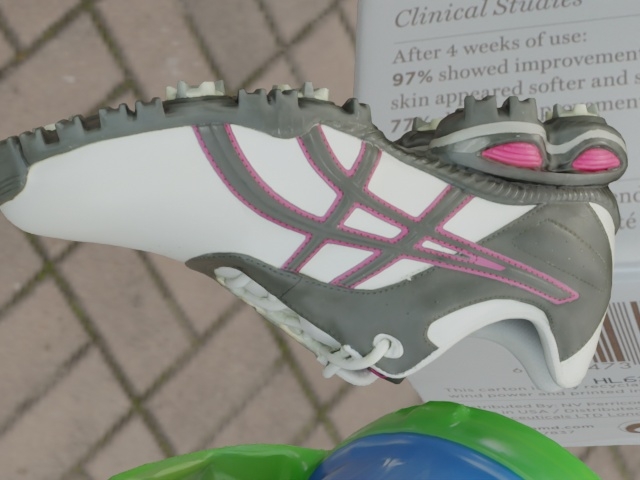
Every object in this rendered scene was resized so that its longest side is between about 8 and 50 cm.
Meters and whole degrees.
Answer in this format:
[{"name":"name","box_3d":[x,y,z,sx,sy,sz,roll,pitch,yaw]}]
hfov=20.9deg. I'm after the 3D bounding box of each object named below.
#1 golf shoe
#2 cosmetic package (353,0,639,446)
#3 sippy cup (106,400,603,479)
[{"name":"golf shoe","box_3d":[0.000,0.000,0.699,0.273,0.105,0.120,2,84,-17]},{"name":"cosmetic package","box_3d":[0.220,-0.091,1.188,0.327,0.329,0.394,53,37,-61]},{"name":"sippy cup","box_3d":[0.016,0.220,0.774,0.224,0.305,0.240,-26,104,-44]}]
